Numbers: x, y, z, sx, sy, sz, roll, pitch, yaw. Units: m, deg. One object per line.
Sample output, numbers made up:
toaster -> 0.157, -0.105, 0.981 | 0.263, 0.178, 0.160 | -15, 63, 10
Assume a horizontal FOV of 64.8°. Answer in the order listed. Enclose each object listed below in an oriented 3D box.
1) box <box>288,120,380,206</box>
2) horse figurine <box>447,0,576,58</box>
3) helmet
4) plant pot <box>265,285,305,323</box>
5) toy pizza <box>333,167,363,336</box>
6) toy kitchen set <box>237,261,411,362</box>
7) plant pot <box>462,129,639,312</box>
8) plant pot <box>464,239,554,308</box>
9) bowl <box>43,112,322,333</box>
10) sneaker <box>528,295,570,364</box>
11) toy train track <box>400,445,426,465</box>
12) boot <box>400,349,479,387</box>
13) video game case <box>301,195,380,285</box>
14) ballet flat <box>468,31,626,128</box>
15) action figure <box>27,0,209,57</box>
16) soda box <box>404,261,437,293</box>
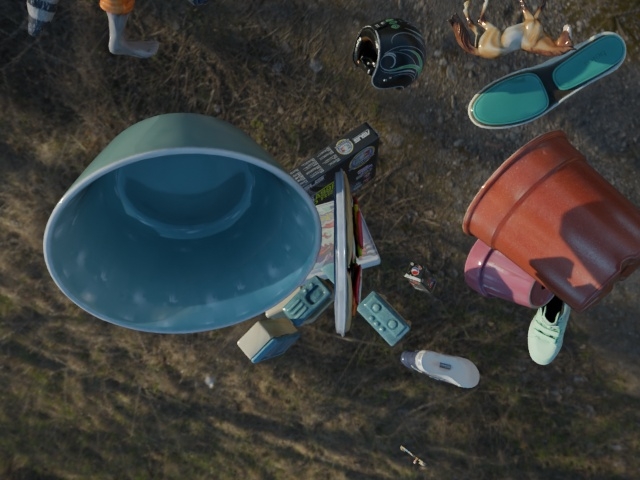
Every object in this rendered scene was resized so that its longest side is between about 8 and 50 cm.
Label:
box -> 0.026, -0.162, 1.306 | 0.060, 0.270, 0.216 | 52, 169, 18
horse figurine -> 0.425, -0.482, 1.144 | 0.264, 0.066, 0.174 | -9, 94, 9
helmet -> 0.177, -0.452, 1.230 | 0.162, 0.169, 0.169 | -8, 138, -25
plant pot -> -0.064, 0.132, 1.226 | 0.096, 0.108, 0.109 | -21, 152, 28
toy pizza -> 0.033, 0.014, 0.607 | 0.032, 0.201, 0.201 | -1, 130, 0
toy kitchen set -> 0.011, 0.148, 0.795 | 0.207, 0.122, 0.166 | -46, 74, 9
plant pot -> 0.467, -0.022, 0.964 | 0.265, 0.273, 0.272 | 51, 140, 28
plant pot -> 0.515, 0.081, 1.323 | 0.180, 0.201, 0.201 | 35, 153, 51
bowl -> -0.167, -0.037, 0.642 | 0.312, 0.163, 0.311 | -10, 139, -9
sneaker -> 0.618, 0.236, 1.385 | 0.094, 0.151, 0.255 | 18, 106, 32
toy train track -> 0.195, 0.463, 1.077 | 0.048, 0.014, 0.083 | 40, 167, -19
boot -> 0.291, 0.305, 1.224 | 0.190, 0.069, 0.086 | 26, 163, -22
video game case -> 0.000, 0.000, 1.040 | 0.202, 0.183, 0.023 | -15, 141, -4
ballet flat -> 0.581, -0.406, 1.322 | 0.401, 0.139, 0.139 | -26, 119, 13
action figure -> -0.250, -0.332, 0.525 | 0.341, 0.179, 0.330 | 60, 159, 13
soda box -> 0.324, 0.123, 1.621 | 0.060, 0.053, 0.169 | 18, 168, 29
